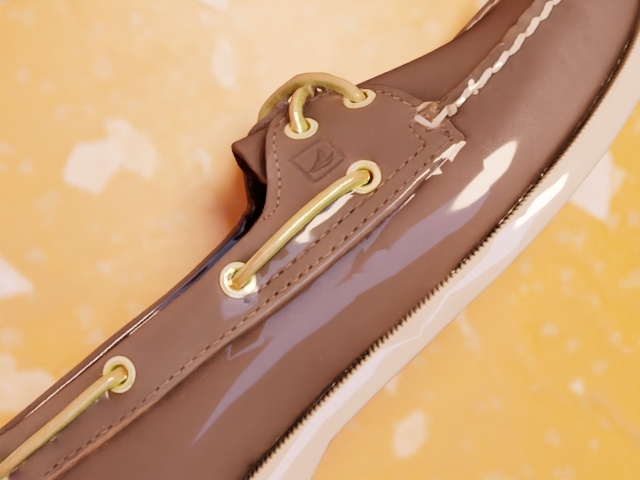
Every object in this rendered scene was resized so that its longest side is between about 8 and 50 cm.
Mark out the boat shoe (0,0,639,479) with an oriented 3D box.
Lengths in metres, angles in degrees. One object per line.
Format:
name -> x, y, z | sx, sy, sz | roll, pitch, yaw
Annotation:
boat shoe -> 0.000, 0.000, 0.443 | 0.096, 0.116, 0.324 | 42, 86, -8
